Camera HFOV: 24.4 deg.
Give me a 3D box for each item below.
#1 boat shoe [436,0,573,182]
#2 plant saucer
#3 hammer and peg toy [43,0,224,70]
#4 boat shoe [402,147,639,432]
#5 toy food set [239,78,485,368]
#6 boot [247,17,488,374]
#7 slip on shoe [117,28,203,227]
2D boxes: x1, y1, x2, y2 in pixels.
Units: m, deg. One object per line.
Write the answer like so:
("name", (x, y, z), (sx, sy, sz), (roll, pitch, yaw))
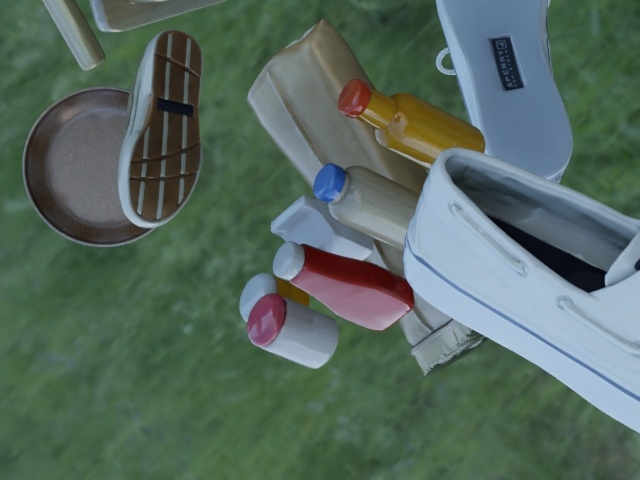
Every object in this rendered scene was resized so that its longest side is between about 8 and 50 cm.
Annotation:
("boat shoe", (0.206, -0.202, 1.675), (0.156, 0.136, 0.367), (89, 171, -68))
("plant saucer", (-0.268, -0.091, 1.837), (0.198, 0.198, 0.036), (45, 177, -3))
("hammer and peg toy", (-0.144, -0.299, 1.191), (0.127, 0.361, 0.265), (11, 120, 56))
("boat shoe", (0.160, 0.032, 0.758), (0.258, 0.095, 0.084), (23, 134, 16))
("toy food set", (0.000, 0.000, 0.997), (0.105, 0.232, 0.111), (25, -135, -30))
("boot", (0.060, -0.050, 1.104), (0.269, 0.089, 0.236), (59, 146, 10))
("slip on shoe", (-0.105, -0.068, 0.944), (0.051, 0.135, 0.041), (13, 157, -27))
